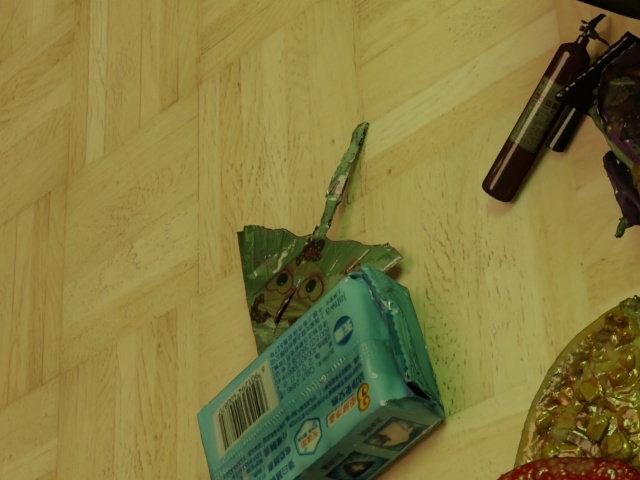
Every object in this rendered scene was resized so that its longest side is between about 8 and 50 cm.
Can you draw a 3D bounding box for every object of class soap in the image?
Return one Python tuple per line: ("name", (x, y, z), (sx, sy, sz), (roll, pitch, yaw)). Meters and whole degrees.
("soap", (-0.006, 0.152, 1.607), (0.293, 0.077, 0.156), (-43, 44, 33))

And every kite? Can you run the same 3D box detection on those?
("kite", (-0.001, -0.001, 1.699), (0.229, 0.012, 0.250), (6, 68, 45))

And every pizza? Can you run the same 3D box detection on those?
("pizza", (0.203, 0.136, 1.375), (0.178, 0.041, 0.131), (-53, 41, 21))

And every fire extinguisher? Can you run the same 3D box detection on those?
("fire extinguisher", (0.191, -0.106, 1.518), (0.173, 0.035, 0.049), (-62, 33, 15))

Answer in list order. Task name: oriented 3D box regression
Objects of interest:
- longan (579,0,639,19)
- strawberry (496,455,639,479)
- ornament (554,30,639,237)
("longan", (0.264, -0.332, 1.276), (0.404, 0.336, 0.405), (-23, 61, 47))
("strawberry", (0.165, 0.223, 1.322), (0.131, 0.131, 0.148), (1, 50, 52))
("ornament", (0.243, -0.045, 1.377), (0.081, 0.088, 0.203), (-37, 48, 38))
